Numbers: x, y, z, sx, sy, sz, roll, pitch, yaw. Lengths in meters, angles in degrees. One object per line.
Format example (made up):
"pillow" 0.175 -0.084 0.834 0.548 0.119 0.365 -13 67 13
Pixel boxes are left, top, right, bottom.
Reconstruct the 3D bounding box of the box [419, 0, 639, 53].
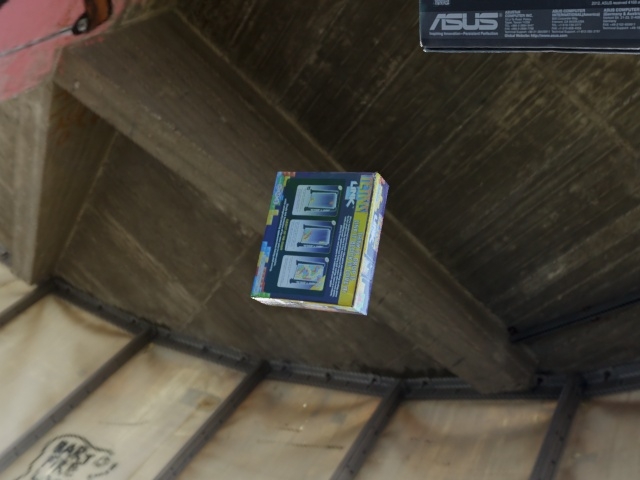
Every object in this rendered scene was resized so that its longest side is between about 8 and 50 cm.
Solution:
"box" 0.263 -0.302 0.505 0.395 0.097 0.318 12 -62 35

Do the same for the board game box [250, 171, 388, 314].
"board game box" 0.000 0.000 0.842 0.141 0.170 0.048 4 -17 25
